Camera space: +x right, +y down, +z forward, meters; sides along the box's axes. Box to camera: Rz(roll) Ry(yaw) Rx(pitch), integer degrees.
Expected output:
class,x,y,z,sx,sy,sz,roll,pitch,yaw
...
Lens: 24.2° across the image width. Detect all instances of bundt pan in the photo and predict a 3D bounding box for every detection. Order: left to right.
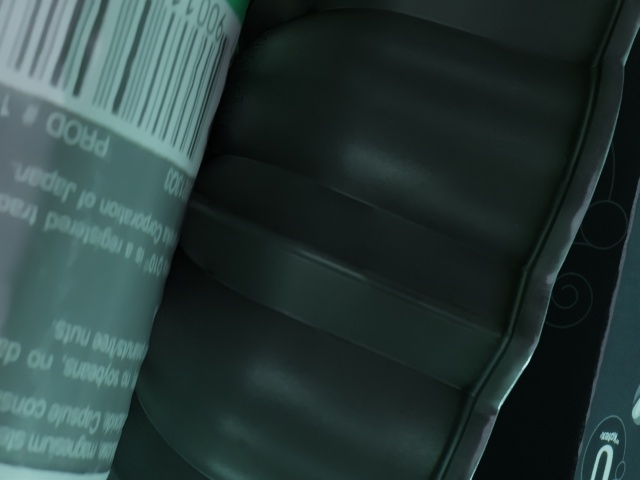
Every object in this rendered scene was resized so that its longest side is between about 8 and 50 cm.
class,x,y,z,sx,sy,sz,roll,pitch,yaw
bundt pan,0.000,0.000,0.600,0.331,0.124,0.331,-157,-90,-87

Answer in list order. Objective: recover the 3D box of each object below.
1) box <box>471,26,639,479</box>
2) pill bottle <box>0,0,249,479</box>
class,x,y,z,sx,sy,sz,roll,pitch,yaw
box,0.122,0.004,0.826,0.143,0.165,0.270,12,90,-54
pill bottle,-0.161,0.050,0.426,0.204,0.204,0.361,25,80,-53
